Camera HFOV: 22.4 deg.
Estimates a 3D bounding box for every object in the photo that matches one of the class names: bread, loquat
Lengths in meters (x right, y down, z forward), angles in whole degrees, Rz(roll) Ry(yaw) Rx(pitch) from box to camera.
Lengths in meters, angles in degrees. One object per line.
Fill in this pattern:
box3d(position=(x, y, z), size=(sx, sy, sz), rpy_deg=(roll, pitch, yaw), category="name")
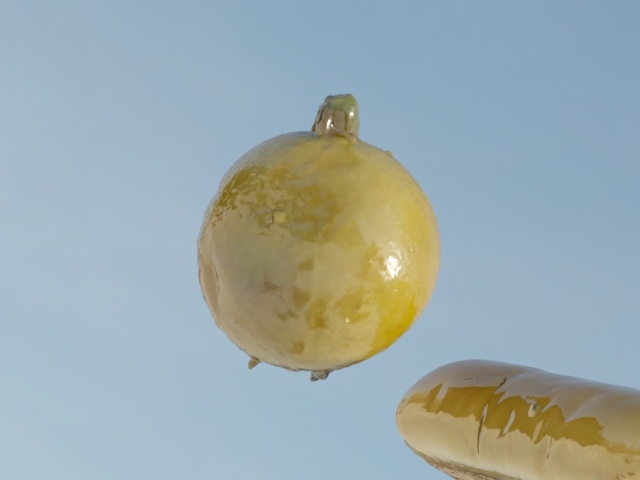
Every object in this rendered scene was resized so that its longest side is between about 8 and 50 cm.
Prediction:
box3d(position=(0.170, 0.137, 1.065), size=(0.142, 0.091, 0.305), rpy_deg=(39, -15, -25), category="bread")
box3d(position=(0.000, 0.000, 1.110), size=(0.172, 0.205, 0.149), rpy_deg=(12, 6, 41), category="loquat")
